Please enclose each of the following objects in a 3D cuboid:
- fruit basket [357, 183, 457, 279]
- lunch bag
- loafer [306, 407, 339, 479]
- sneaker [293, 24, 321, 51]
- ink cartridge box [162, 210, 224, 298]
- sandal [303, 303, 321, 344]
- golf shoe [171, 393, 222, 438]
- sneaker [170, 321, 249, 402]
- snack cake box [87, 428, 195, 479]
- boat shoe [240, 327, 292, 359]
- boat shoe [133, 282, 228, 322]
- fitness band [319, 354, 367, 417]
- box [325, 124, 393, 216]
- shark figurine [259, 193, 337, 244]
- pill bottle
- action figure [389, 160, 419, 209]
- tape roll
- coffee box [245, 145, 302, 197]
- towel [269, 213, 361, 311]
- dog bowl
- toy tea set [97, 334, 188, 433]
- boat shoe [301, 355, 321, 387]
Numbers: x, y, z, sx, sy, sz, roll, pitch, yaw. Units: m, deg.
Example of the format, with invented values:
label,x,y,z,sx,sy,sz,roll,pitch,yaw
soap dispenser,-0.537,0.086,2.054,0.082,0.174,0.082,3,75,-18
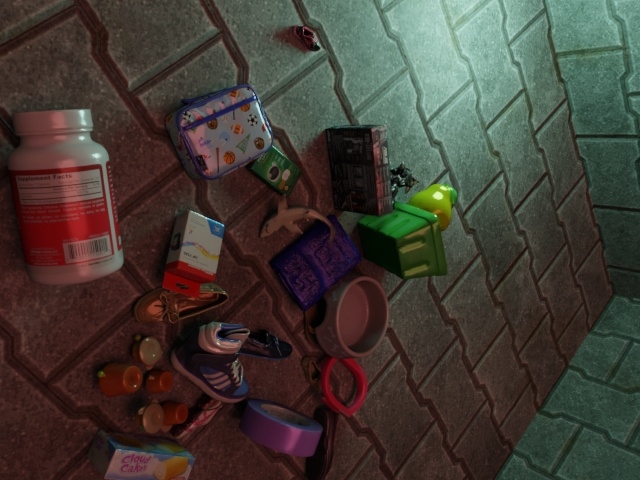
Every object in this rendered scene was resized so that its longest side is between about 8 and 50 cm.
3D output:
label,x,y,z,sx,sy,sz,roll,pitch,yaw
fruit basket,0.371,-0.044,2.098,0.392,0.392,0.282,-28,115,-32
lunch bag,-0.304,-0.330,1.662,0.303,0.115,0.243,-33,116,-31
loafer,0.021,0.804,2.155,0.095,0.109,0.302,7,92,-44
sneaker,-0.035,-0.676,1.845,0.119,0.057,0.047,30,78,-40
ink cartridge box,-0.378,0.044,1.648,0.134,0.078,0.230,25,62,-40
sandal,-0.021,0.313,2.055,0.072,0.049,0.180,-20,111,-35
golf shoe,-0.395,0.580,1.793,0.186,0.068,0.085,-39,122,-27
sneaker,-0.282,0.376,1.738,0.236,0.130,0.323,-36,124,20
snack cake box,-0.530,0.645,1.642,0.264,0.152,0.089,26,81,-40
boat shoe,-0.194,0.349,1.883,0.258,0.109,0.088,14,100,-42
boat shoe,-0.420,0.187,1.680,0.285,0.089,0.104,-16,109,-36
fitness band,0.088,0.564,2.163,0.290,0.054,0.208,50,49,-35
box,0.135,-0.251,1.948,0.077,0.243,0.307,-19,109,-35
shark figurine,-0.064,-0.086,1.895,0.279,0.116,0.166,4,110,-11
pill bottle,-0.630,-0.112,1.362,0.229,0.229,0.407,-13,107,-37
action figure,0.284,-0.229,2.087,0.275,0.164,0.140,-57,166,-40
tape roll,-0.134,0.634,1.880,0.275,0.275,0.090,24,83,-39
coffee box,-0.153,-0.236,1.846,0.184,0.040,0.113,35,76,-38
towel,-0.005,0.078,1.974,0.308,0.076,0.227,-41,111,-22
dog bowl,0.131,0.285,2.103,0.349,0.102,0.348,-1,91,-46
toy tea set,-0.534,0.457,1.653,0.200,0.125,0.335,-52,129,-56
boat shoe,-0.024,0.505,2.092,0.056,0.048,0.152,-34,118,-29
